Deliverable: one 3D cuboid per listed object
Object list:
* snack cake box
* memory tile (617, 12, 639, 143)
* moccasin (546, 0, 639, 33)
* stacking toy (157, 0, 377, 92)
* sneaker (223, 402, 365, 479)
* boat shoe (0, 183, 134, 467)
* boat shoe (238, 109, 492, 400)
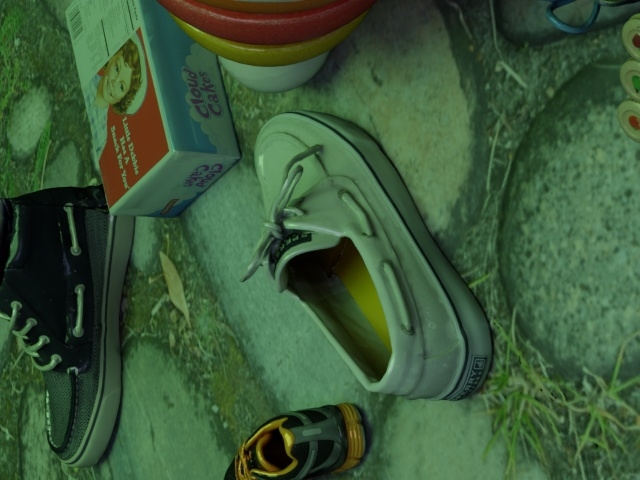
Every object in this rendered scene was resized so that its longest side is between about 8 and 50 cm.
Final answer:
[{"bbox_3d":[-0.186,-0.175,1.794,0.152,0.089,0.264,-36,60,45],"label":"snack cake box"},{"bbox_3d":[0.271,-0.090,1.163,0.148,0.012,0.113,34,146,33],"label":"memory tile"},{"bbox_3d":[0.206,-0.214,1.189,0.138,0.117,0.342,-51,25,-9],"label":"moccasin"},{"bbox_3d":[-0.051,-0.269,1.417,0.480,0.350,0.351,99,160,-70],"label":"stacking toy"},{"bbox_3d":[-0.045,0.211,1.593,0.215,0.083,0.084,-41,58,47],"label":"sneaker"},{"bbox_3d":[-0.321,0.099,1.909,0.127,0.158,0.341,11,98,54],"label":"boat shoe"},{"bbox_3d":[-0.003,0.008,1.478,0.367,0.156,0.136,58,132,36],"label":"boat shoe"}]
